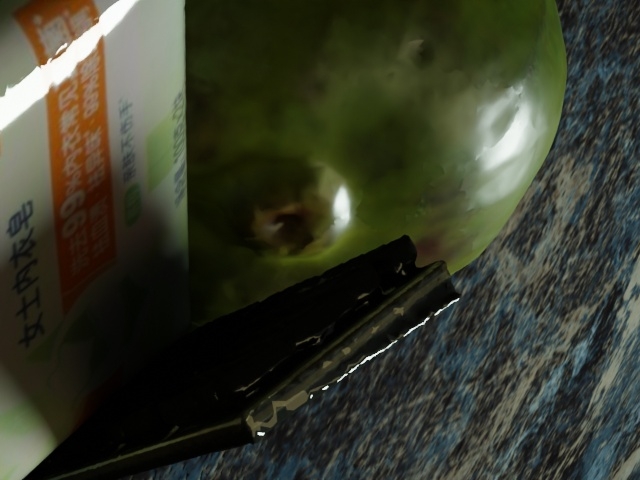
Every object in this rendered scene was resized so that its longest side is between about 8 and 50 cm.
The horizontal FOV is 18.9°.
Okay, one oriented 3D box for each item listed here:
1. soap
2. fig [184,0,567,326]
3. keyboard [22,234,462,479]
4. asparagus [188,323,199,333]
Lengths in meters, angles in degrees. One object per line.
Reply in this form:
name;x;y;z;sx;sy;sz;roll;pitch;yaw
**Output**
soap;-0.144;-0.012;0.599;0.182;0.138;0.199;-41;149;-35
fig;-0.005;-0.077;0.776;0.225;0.203;0.203;-81;174;-45
keyboard;-0.065;0.061;0.720;0.106;0.027;0.317;-34;-175;-32
asparagus;0.000;-0.002;0.976;0.278;0.067;0.060;-45;123;-40
